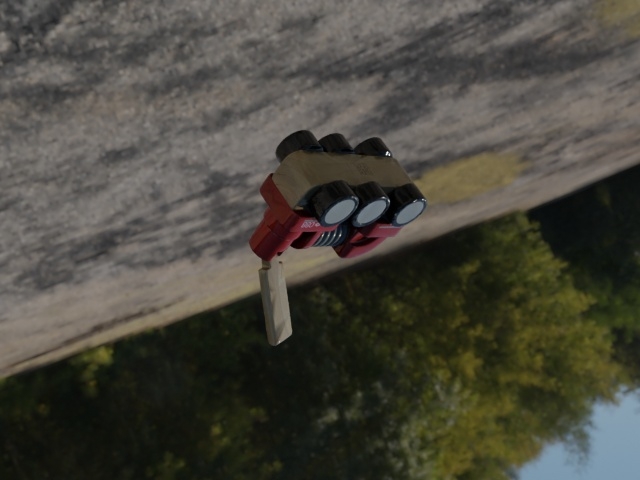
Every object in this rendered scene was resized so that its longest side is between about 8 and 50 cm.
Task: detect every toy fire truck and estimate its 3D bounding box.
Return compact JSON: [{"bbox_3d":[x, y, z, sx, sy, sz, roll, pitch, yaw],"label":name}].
[{"bbox_3d":[0.000,0.000,1.334,0.217,0.158,0.246,-2,140,-48],"label":"toy fire truck"}]
